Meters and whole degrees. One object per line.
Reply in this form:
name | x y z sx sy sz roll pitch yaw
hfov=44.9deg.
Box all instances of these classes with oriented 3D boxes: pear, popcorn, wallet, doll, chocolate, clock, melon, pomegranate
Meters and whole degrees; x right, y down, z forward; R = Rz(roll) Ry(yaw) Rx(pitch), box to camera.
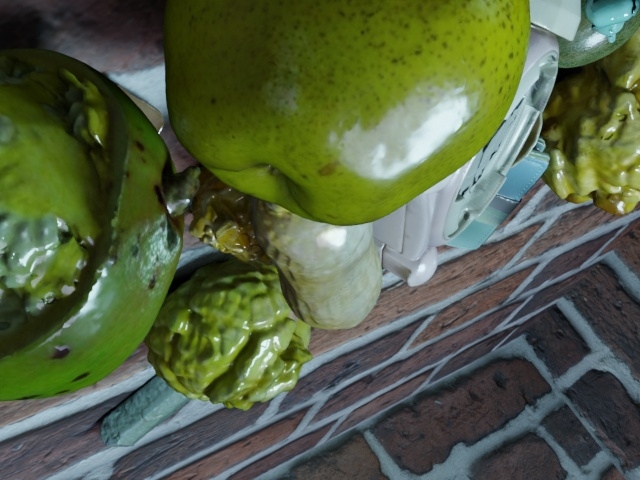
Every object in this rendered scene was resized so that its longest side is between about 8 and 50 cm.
pear | 0.019 -0.160 0.607 0.294 0.294 0.294 -30 158 -13
popcorn | 0.472 -0.189 1.246 0.225 0.265 0.332 -15 133 -31
wallet | 0.243 -0.089 1.275 0.176 0.075 0.250 14 139 -15
popcorn | -0.119 0.138 1.123 0.259 0.212 0.259 -22 155 -11
doll | 0.318 -0.309 0.891 0.059 0.159 0.158 -14 175 16
chocolate | -0.189 -0.112 0.726 0.064 0.031 0.100 -57 159 6
clock | 0.160 -0.146 0.920 0.326 0.184 0.342 -45 164 -18
melon | 0.360 -0.300 1.030 0.167 0.114 0.114 -38 159 8
chocolate | 0.000 0.000 0.864 0.134 0.134 0.309 -32 151 -8
pomegranate | -0.258 -0.003 0.583 0.340 0.260 0.260 -10 165 18

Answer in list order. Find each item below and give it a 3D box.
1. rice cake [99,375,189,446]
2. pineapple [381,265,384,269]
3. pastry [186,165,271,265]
rice cake | -0.299 0.292 1.362 0.206 0.063 0.069 -40 152 10
pineapple | 0.064 0.030 1.286 0.130 0.119 0.277 -44 168 -33
pastry | -0.068 -0.030 0.971 0.154 0.102 0.250 -50 154 6
